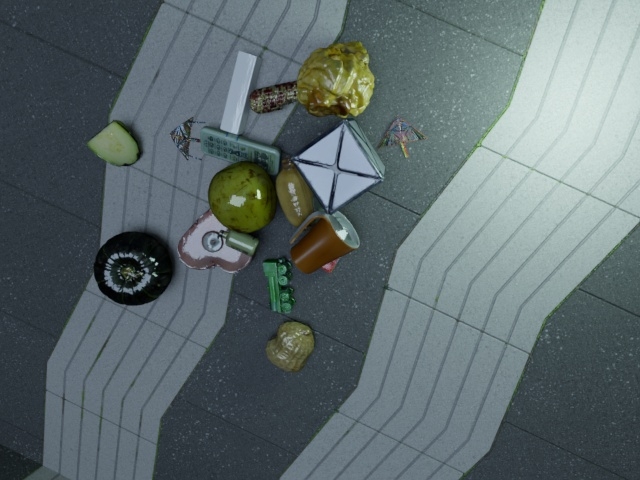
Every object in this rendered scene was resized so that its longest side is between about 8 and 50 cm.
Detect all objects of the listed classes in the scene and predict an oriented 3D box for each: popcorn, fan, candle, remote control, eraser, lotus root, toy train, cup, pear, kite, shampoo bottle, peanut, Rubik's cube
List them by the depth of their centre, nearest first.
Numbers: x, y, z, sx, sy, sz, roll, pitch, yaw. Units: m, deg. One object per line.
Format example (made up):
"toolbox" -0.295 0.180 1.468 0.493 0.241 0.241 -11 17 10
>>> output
"popcorn" 0.067 -0.567 1.576 0.264 0.225 0.333 31 65 -4
"Rubik's cube" 0.073 -0.277 1.672 0.259 0.260 0.255 -33 97 19
"kite" 0.311 -0.394 1.726 0.189 0.010 0.159 -8 106 14
"eraser" -0.308 -0.568 1.749 0.076 0.078 0.299 20 108 4
"cup" 0.000 0.000 1.750 0.263 0.183 0.226 -37 125 24
"pear" -0.299 -0.165 1.753 0.283 0.283 0.284 3 106 9
"fan" -0.008 -0.128 1.782 0.005 0.175 0.113 -3 130 40
"lotus root" -0.096 -0.180 1.787 0.130 0.146 0.304 -1 110 42
"shampoo bottle" -0.330 0.000 1.806 0.161 0.079 0.079 24 108 -1
"remote control" -0.318 -0.363 1.808 0.334 0.066 0.128 18 137 4
"kite" -0.554 -0.424 1.868 0.160 0.010 0.183 13 107 6
"candle" -0.435 -0.012 1.909 0.316 0.131 0.288 -1 99 0
"toy train" -0.179 0.196 1.946 0.118 0.085 0.252 0 104 16
"peanut" -0.128 0.468 1.996 0.196 0.110 0.233 33 110 -1

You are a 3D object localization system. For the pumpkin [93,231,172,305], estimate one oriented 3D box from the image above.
"pumpkin" -0.805 0.121 1.946 0.322 0.241 0.324 0 97 -3

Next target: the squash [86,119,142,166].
"squash" -0.847 -0.409 1.902 0.191 0.085 0.184 -28 128 19

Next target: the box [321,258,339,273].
"box" 0.041 0.035 1.874 0.112 0.048 0.175 34 109 2

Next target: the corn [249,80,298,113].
"corn" -0.130 -0.551 1.716 0.289 0.098 0.099 -9 104 9
